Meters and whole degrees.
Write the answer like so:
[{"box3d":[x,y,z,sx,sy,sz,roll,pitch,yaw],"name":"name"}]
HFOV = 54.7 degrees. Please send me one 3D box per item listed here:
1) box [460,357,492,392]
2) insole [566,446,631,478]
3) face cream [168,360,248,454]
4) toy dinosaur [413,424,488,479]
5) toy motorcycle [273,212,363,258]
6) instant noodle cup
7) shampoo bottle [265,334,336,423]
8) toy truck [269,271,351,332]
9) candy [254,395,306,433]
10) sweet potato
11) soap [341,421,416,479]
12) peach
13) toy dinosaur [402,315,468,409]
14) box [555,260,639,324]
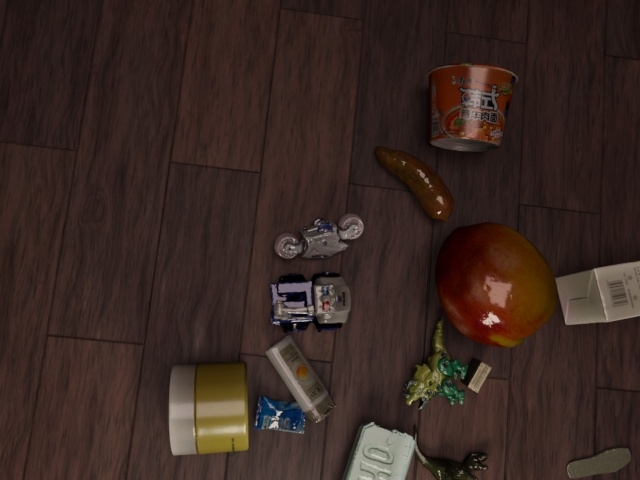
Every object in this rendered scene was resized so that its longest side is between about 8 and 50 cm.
[{"box3d":[0.418,0.362,1.668,0.035,0.083,0.079,29,88,0],"name":"box"},{"box3d":[0.767,0.615,1.704,0.192,0.010,0.063,-12,82,-7],"name":"insole"},{"box3d":[-0.269,0.409,1.521,0.180,0.218,0.218,-1,82,-7],"name":"face cream"},{"box3d":[0.342,0.584,1.663,0.187,0.087,0.178,-2,45,-21],"name":"toy dinosaur"},{"box3d":[0.000,0.000,1.680,0.254,0.112,0.112,-18,84,-10],"name":"toy motorcycle"},{"box3d":[0.405,-0.356,1.704,0.251,0.250,0.192,7,89,-5],"name":"instant noodle cup"},{"box3d":[-0.052,0.364,1.626,0.086,0.056,0.227,-30,85,-40],"name":"shampoo bottle"},{"box3d":[-0.025,0.157,1.605,0.213,0.177,0.161,-3,81,-6],"name":"toy truck"},{"box3d":[-0.101,0.458,1.624,0.136,0.038,0.088,9,84,-14],"name":"candy"},{"box3d":[0.272,-0.173,1.733,0.097,0.097,0.292,-39,79,-10],"name":"sweet potato"},{"box3d":[0.140,0.607,1.598,0.150,0.094,0.261,20,81,-3],"name":"soap"},{"box3d":[0.445,0.108,1.606,0.308,0.308,0.332,-30,82,-9],"name":"peach"},{"box3d":[0.323,0.337,1.665,0.153,0.094,0.259,24,71,-6],"name":"toy dinosaur"},{"box3d":[0.855,0.129,1.677,0.341,0.225,0.143,-8,81,-7],"name":"box"}]
